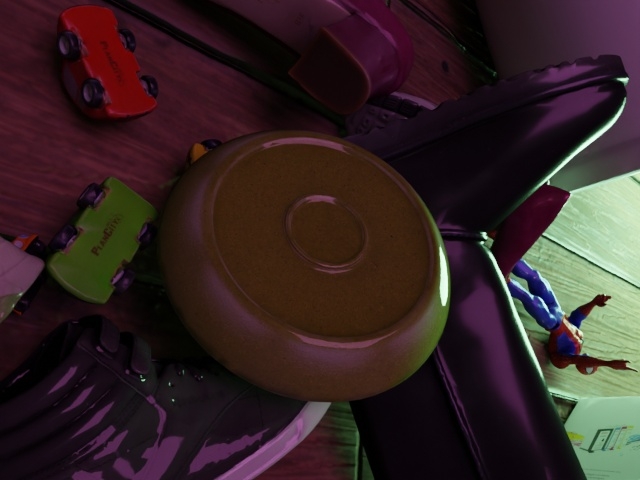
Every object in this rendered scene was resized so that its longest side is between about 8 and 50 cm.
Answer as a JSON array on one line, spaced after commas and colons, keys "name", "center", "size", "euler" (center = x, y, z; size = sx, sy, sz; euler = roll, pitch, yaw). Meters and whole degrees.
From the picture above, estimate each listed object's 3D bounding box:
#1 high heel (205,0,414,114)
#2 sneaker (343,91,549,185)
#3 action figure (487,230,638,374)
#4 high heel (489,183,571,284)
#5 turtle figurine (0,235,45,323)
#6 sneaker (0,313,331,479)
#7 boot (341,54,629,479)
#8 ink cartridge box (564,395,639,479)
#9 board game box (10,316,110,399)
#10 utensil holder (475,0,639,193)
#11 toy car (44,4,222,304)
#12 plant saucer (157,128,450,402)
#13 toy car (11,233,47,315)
[{"name": "high heel", "center": [-0.054, -0.290, 0.623], "size": [0.377, 0.127, 0.181], "euler": [51, 34, -7]}, {"name": "sneaker", "center": [0.151, -0.117, 0.775], "size": [0.297, 0.111, 0.129], "euler": [22, 34, -26]}, {"name": "action figure", "center": [0.353, 0.095, 0.864], "size": [0.280, 0.139, 0.091], "euler": [51, 51, -22]}, {"name": "high heel", "center": [0.243, 0.045, 0.748], "size": [0.082, 0.117, 0.244], "euler": [-37, 126, -57]}, {"name": "turtle figurine", "center": [-0.292, -0.016, 0.278], "size": [0.198, 0.274, 0.266], "euler": [-42, 115, -5]}, {"name": "sneaker", "center": [-0.100, 0.100, 0.433], "size": [0.295, 0.104, 0.147], "euler": [-30, 104, -38]}, {"name": "boot", "center": [0.189, 0.084, 0.608], "size": [0.146, 0.366, 0.446], "euler": [18, 53, -84]}, {"name": "ink cartridge box", "center": [0.419, 0.346, 0.822], "size": [0.232, 0.168, 0.171], "euler": [-32, 100, -42]}, {"name": "board game box", "center": [-0.205, 0.197, 0.403], "size": [0.281, 0.027, 0.145], "euler": [-47, 111, -39]}, {"name": "utensil holder", "center": [0.426, -0.287, 0.909], "size": [0.327, 0.327, 0.386], "euler": [-12, 85, -43]}, {"name": "toy car", "center": [-0.153, -0.044, 0.491], "size": [0.239, 0.053, 0.225], "euler": [41, 48, -25]}, {"name": "plant saucer", "center": [0.000, 0.000, 0.466], "size": [0.240, 0.037, 0.241], "euler": [11, 55, -16]}, {"name": "toy car", "center": [-0.227, 0.052, 0.409], "size": [0.040, 0.060, 0.122], "euler": [15, 56, -4]}]
